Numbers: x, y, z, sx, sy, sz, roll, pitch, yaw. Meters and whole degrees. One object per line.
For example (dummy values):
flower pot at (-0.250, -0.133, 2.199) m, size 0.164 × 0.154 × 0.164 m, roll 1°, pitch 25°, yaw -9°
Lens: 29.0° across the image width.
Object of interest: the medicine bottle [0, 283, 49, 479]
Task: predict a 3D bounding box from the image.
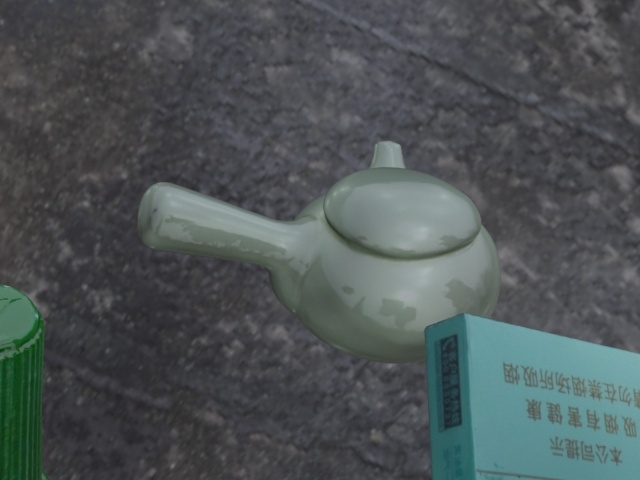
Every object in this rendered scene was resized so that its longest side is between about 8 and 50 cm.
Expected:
medicine bottle at (-0.180, 0.157, 0.649) m, size 0.111 × 0.309 × 0.076 m, roll 14°, pitch 35°, yaw 2°

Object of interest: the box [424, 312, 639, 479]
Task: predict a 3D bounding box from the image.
box at (0.131, 0.163, 0.648) m, size 0.162 × 0.041 × 0.229 m, roll 14°, pitch 64°, yaw -33°

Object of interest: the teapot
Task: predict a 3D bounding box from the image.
teapot at (0.017, 0.019, 1.105) m, size 0.318 × 0.149 × 0.220 m, roll -16°, pitch 37°, yaw -35°
